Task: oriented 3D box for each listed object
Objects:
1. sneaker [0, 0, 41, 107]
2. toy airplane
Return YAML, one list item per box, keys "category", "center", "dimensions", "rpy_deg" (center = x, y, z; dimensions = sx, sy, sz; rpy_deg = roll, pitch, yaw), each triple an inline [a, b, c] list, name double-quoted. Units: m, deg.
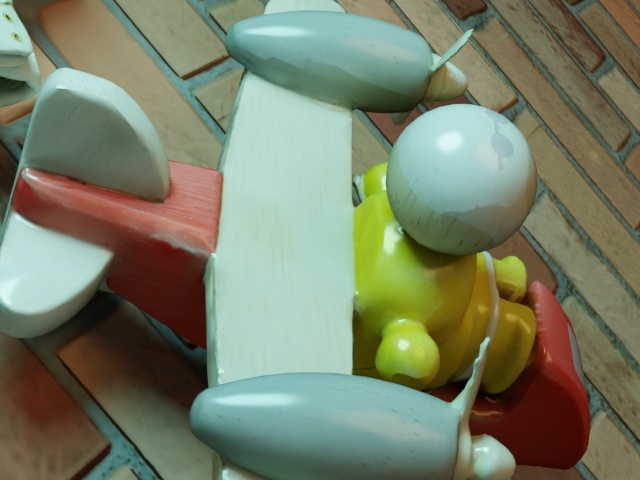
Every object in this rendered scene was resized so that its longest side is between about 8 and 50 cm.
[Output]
- category: "sneaker"
  center: [-0.219, -0.157, 0.907]
  dimensions: [0.169, 0.108, 0.292]
  rpy_deg: [50, 42, 3]
- category: "toy airplane"
  center: [0.000, 0.000, 0.857]
  dimensions: [0.384, 0.272, 0.386]
  rpy_deg: [-15, 69, -55]
